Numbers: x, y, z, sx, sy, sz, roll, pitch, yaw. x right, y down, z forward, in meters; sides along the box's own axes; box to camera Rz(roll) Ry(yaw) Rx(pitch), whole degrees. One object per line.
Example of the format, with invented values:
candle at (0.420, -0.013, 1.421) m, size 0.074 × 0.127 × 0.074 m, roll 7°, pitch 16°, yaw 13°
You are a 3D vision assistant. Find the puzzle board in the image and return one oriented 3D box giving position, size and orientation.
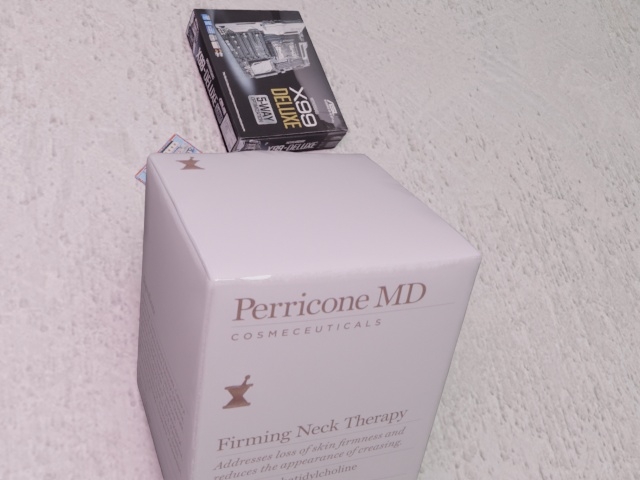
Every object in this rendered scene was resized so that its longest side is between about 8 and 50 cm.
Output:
puzzle board at (-0.260, -0.129, 1.254) m, size 0.096 × 0.011 × 0.128 m, roll 36°, pitch 54°, yaw -4°

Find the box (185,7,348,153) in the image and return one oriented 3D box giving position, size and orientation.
box at (-0.109, -0.319, 1.386) m, size 0.242 × 0.076 × 0.308 m, roll -9°, pitch 69°, yaw -29°

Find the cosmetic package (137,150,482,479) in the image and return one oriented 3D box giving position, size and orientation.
cosmetic package at (-0.050, 0.120, 0.923) m, size 0.329 × 0.394 × 0.327 m, roll -4°, pitch 30°, yaw -24°
